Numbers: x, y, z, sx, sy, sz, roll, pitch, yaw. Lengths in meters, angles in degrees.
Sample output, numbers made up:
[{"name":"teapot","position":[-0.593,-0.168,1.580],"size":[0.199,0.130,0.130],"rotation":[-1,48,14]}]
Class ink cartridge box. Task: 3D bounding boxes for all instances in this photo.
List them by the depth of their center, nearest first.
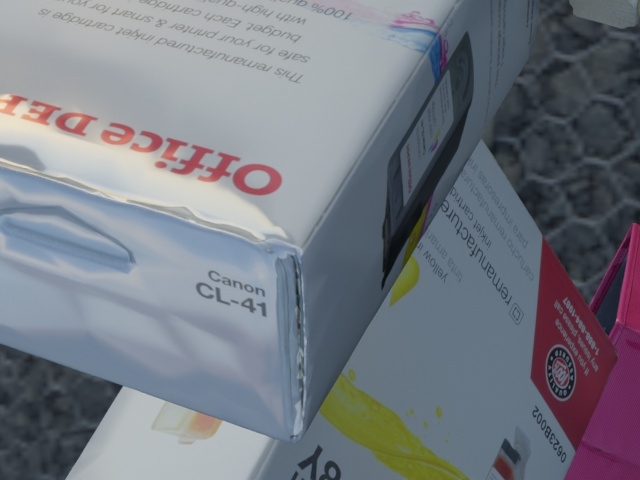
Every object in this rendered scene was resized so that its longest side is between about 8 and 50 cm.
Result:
[{"name":"ink cartridge box","position":[-0.046,-0.077,0.883],"size":[0.226,0.306,0.131],"rotation":[17,138,19]},{"name":"ink cartridge box","position":[0.020,0.141,1.226],"size":[0.160,0.279,0.385],"rotation":[0,49,40]}]

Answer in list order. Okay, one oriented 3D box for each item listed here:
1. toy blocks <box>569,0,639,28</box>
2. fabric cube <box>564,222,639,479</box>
[{"name":"toy blocks","position":[0.217,-0.293,1.076],"size":[0.308,0.260,0.289],"rotation":[17,69,13]},{"name":"fabric cube","position":[0.352,0.181,1.733],"size":[0.258,0.254,0.259],"rotation":[25,114,2]}]
